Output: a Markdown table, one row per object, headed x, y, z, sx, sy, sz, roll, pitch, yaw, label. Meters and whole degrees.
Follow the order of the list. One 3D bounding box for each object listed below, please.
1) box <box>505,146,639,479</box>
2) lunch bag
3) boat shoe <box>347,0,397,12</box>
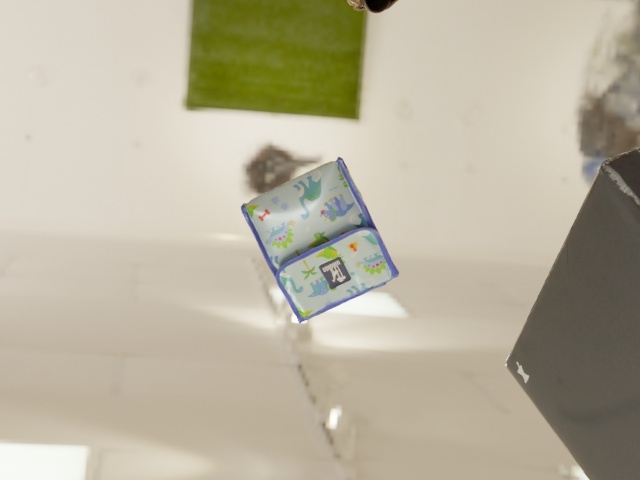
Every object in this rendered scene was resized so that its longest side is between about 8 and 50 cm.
| x | y | z | sx | sy | sz | roll | pitch | yaw | label |
| --- | --- | --- | --- | --- | --- | --- | --- | --- | --- |
| 0.332 | 0.035 | 1.042 | 0.294 | 0.183 | 0.296 | -24 | 153 | -20 | box |
| 0.000 | 0.000 | 1.541 | 0.129 | 0.151 | 0.096 | -25 | -177 | 4 | lunch bag |
| 0.045 | -0.240 | 1.240 | 0.073 | 0.073 | 0.207 | -6 | -176 | -24 | boat shoe |
